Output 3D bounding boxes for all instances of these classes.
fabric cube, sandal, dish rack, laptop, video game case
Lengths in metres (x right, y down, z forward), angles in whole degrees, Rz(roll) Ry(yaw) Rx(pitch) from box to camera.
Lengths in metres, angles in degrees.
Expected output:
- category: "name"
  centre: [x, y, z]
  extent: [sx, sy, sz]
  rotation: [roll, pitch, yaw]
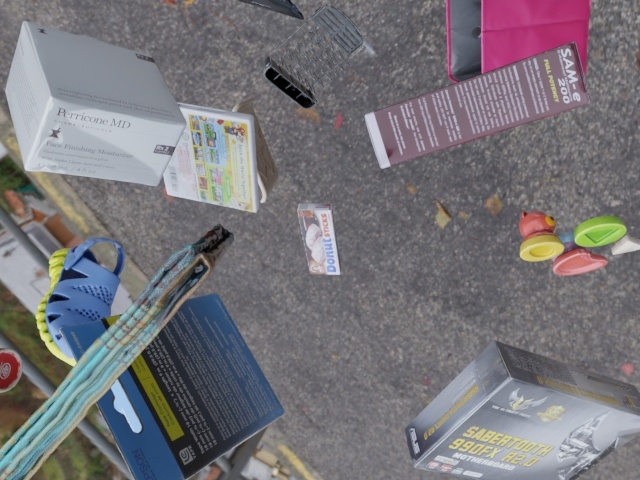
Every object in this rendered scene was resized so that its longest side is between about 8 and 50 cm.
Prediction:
- category: "fabric cube"
  centre: [0.471, -0.527, 1.382]
  extent: [0.259, 0.254, 0.258]
  rotation: [-8, 112, -4]
- category: "sandal"
  centre: [-0.437, 0.098, 1.060]
  extent: [0.138, 0.317, 0.126]
  rotation: [-32, 136, 8]
- category: "dish rack"
  centre: [-0.012, -0.522, 1.602]
  extent: [0.272, 0.074, 0.208]
  rotation: [-36, 142, 23]
- category: "laptop"
  centre: [-0.213, -0.551, 1.279]
  extent: [0.234, 0.136, 0.264]
  rotation: [30, -179, 32]
- category: "video game case"
  centre: [-0.227, -0.166, 1.134]
  extent: [0.207, 0.026, 0.226]
  rotation: [12, 134, 10]

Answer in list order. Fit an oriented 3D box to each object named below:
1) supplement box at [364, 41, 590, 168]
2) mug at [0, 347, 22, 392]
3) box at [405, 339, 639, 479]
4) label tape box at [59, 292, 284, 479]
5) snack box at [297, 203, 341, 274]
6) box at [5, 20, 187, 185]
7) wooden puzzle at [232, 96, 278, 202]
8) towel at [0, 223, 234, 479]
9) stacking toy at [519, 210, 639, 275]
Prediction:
- category: "supplement box"
  centre: [0.188, -0.162, 0.691]
  extent: [0.240, 0.130, 0.073]
  rotation: [-16, 99, 22]
- category: "mug"
  centre: [-0.740, 0.295, 1.221]
  extent: [0.170, 0.113, 0.150]
  rotation: [-4, 100, 20]
- category: "box"
  centre: [0.248, 0.223, 0.680]
  extent: [0.231, 0.056, 0.183]
  rotation: [20, 124, -22]
- category: "label tape box"
  centre: [-0.224, 0.222, 0.830]
  extent: [0.106, 0.334, 0.240]
  rotation: [-38, 77, 22]
- category: "snack box"
  centre: [0.000, 0.000, 1.104]
  extent: [0.064, 0.022, 0.178]
  rotation: [0, 135, 10]
- category: "box"
  centre: [-0.310, -0.183, 0.774]
  extent: [0.119, 0.181, 0.181]
  rotation: [-55, 51, 31]
- category: "wooden puzzle"
  centre: [-0.250, -0.331, 2.057]
  extent: [0.081, 0.322, 0.347]
  rotation: [-13, 107, 8]
- category: "towel"
  centre: [-0.218, 0.133, 0.515]
  extent: [0.040, 0.370, 0.271]
  rotation: [42, 180, -8]
- category: "stacking toy"
  centre: [0.755, -0.023, 1.655]
  extent: [0.309, 0.130, 0.280]
  rotation: [22, 143, -39]
